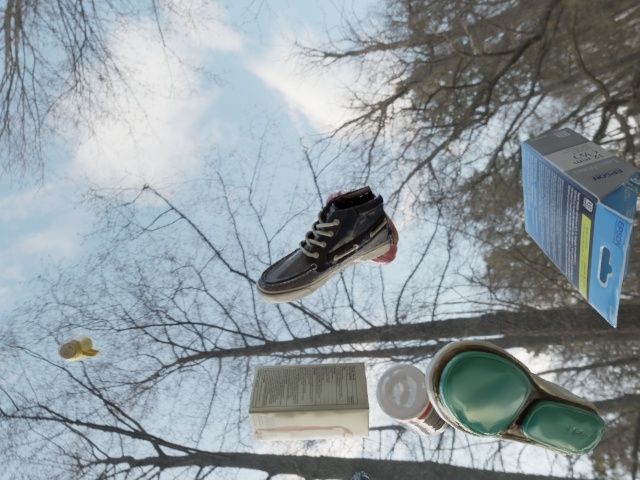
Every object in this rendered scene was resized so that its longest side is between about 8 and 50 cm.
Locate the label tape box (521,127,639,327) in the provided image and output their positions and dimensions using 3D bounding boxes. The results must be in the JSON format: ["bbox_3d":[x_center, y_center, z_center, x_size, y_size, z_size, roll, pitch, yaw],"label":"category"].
[{"bbox_3d":[0.534,-0.042,0.855,0.347,0.115,0.249,-100,-8,-57],"label":"label tape box"}]

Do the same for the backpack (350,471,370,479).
[{"bbox_3d":[0.026,0.378,0.481,0.182,0.152,0.115,-41,-36,-14],"label":"backpack"}]

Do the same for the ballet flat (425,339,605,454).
[{"bbox_3d":[0.287,0.242,0.686,0.401,0.139,0.139,27,-117,-25],"label":"ballet flat"}]

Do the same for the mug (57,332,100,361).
[{"bbox_3d":[-0.542,0.239,0.954,0.078,0.064,0.062,-15,-93,-14],"label":"mug"}]

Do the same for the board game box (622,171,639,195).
[{"bbox_3d":[0.524,-0.021,0.588,0.186,0.026,0.126,31,-156,-7],"label":"board game box"}]

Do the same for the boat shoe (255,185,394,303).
[{"bbox_3d":[0.000,0.000,0.941,0.341,0.127,0.158,-27,-50,-16],"label":"boat shoe"}]

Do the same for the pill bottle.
[{"bbox_3d":[0.323,0.544,1.425,0.318,0.177,0.176,48,-128,-44],"label":"pill bottle"}]

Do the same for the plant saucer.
[{"bbox_3d":[0.166,-0.065,1.533,0.332,0.084,0.332,34,-151,-23],"label":"plant saucer"}]

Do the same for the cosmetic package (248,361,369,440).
[{"bbox_3d":[-0.025,0.418,1.118,0.153,0.297,0.129,-87,-6,-57],"label":"cosmetic package"}]
